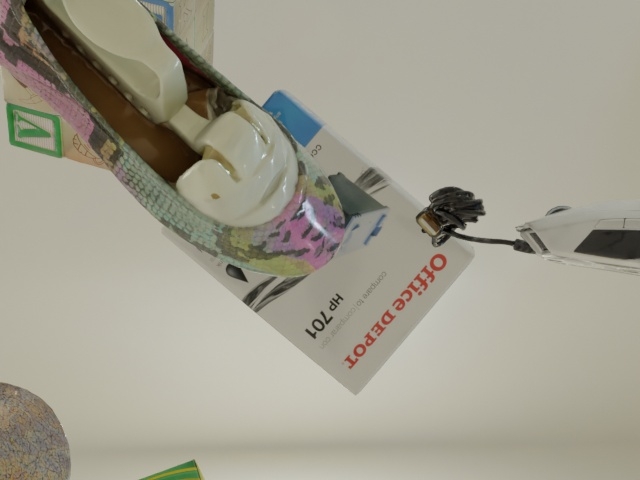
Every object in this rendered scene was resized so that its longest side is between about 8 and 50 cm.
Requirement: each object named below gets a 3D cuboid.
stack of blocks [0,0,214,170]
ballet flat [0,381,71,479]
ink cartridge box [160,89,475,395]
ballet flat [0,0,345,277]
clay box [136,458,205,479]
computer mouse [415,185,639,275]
[{"bbox_3d":[-0.163,-0.186,0.954,0.297,0.171,0.087,96,-168,-48],"label":"stack of blocks"},{"bbox_3d":[-0.207,0.154,0.547,0.316,0.107,0.106,-41,2,-34],"label":"ballet flat"},{"bbox_3d":[0.000,0.000,1.065,0.140,0.190,0.082,-50,-2,5],"label":"ink cartridge box"},{"bbox_3d":[-0.071,-0.062,0.660,0.077,0.221,0.079,-53,11,-20],"label":"ballet flat"},{"bbox_3d":[-0.157,0.237,1.110,0.222,0.053,0.127,-20,-28,-6],"label":"clay box"},{"bbox_3d":[0.151,-0.007,0.828,0.106,0.193,0.042,40,-121,-80],"label":"computer mouse"}]
